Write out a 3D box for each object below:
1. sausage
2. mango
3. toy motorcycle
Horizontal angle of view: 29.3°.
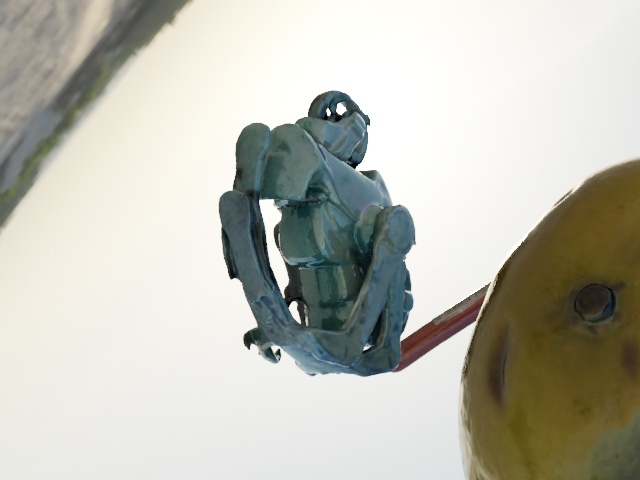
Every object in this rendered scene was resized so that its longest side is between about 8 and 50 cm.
[{"bbox_3d":[0.174,0.087,1.462,0.253,0.034,0.034,-33,-166,5],"label":"sausage"},{"bbox_3d":[0.237,0.145,0.878,0.301,0.445,0.220,-36,-134,-24],"label":"mango"},{"bbox_3d":[0.000,0.000,1.139,0.154,0.260,0.206,-5,-167,44],"label":"toy motorcycle"}]
